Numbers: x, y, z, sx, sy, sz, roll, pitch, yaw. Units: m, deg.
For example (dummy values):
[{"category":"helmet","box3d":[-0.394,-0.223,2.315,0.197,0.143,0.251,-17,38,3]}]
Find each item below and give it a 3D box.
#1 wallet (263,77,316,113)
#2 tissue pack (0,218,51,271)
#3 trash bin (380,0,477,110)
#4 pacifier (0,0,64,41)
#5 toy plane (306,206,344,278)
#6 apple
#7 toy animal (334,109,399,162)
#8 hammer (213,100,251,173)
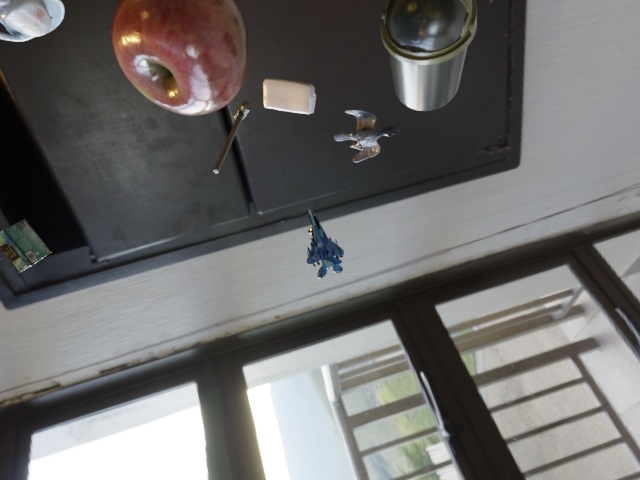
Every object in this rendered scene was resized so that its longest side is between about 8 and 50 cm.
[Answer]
[{"category":"wallet","box3d":[-0.098,-0.449,1.453,0.033,0.189,0.095,-37,-45,-50]},{"category":"tissue pack","box3d":[-0.793,0.017,1.232,0.111,0.079,0.085,59,-162,-17]},{"category":"trash bin","box3d":[0.251,-0.473,1.108,0.334,0.214,0.214,64,-172,-70]},{"category":"pacifier","box3d":[-0.977,-0.771,1.483,0.226,0.238,0.287,64,-173,9]},{"category":"toy plane","box3d":[-0.005,0.003,1.593,0.078,0.169,0.246,-38,73,47]},{"category":"apple","box3d":[-0.308,-0.461,1.090,0.345,0.344,0.269,85,-151,-59]},{"category":"toy animal","box3d":[0.189,-0.435,1.954,0.255,0.176,0.239,16,128,34]},{"category":"hammer","box3d":[-0.391,-0.442,2.020,0.111,0.043,0.366,-27,40,53]}]
